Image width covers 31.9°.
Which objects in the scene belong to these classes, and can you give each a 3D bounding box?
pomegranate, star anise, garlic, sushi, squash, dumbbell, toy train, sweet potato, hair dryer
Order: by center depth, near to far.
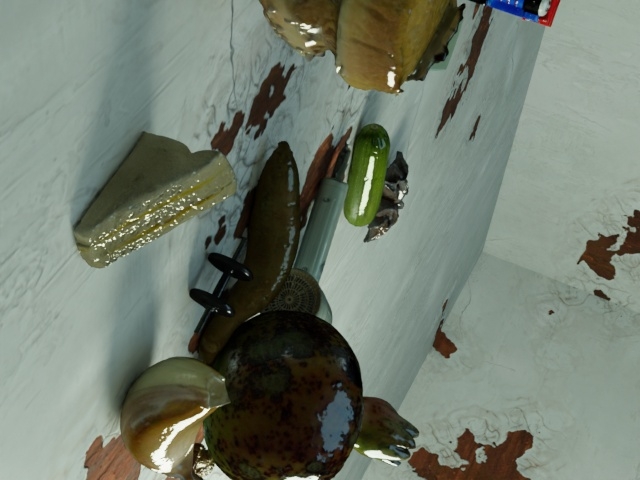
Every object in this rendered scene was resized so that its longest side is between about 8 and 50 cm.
[{"bbox_3d":[-0.197,0.222,1.440,0.207,0.128,0.115,106,-28,-45],"label":"garlic"},{"bbox_3d":[-0.133,0.060,1.503,0.147,0.069,0.069,-63,165,-16],"label":"dumbbell"},{"bbox_3d":[-0.088,0.020,1.615,0.108,0.079,0.346,8,107,-46],"label":"sweet potato"},{"bbox_3d":[-0.007,0.262,1.691,0.285,0.340,0.285,-163,-90,-74],"label":"pomegranate"},{"bbox_3d":[-0.190,0.344,1.739,0.118,0.060,0.061,50,58,-75],"label":"sushi"},{"bbox_3d":[0.000,0.000,1.883,0.173,0.107,0.357,68,39,-74],"label":"hair dryer"},{"bbox_3d":[0.086,-0.116,2.054,0.069,0.069,0.239,-54,160,-44],"label":"squash"},{"bbox_3d":[0.380,-0.506,2.284,0.131,0.204,0.083,-18,128,-66],"label":"toy train"},{"bbox_3d":[0.146,-0.083,2.332,0.195,0.065,0.182,-59,165,-45],"label":"star anise"}]

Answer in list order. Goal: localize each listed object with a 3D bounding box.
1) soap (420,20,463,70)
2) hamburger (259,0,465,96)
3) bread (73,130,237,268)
[{"bbox_3d":[0.206,-0.382,2.101,0.198,0.066,0.119,-23,132,-70],"label":"soap"},{"bbox_3d":[0.070,-0.408,1.140,0.445,0.268,0.287,-62,167,-6],"label":"hamburger"},{"bbox_3d":[-0.170,-0.032,1.157,0.152,0.105,0.077,-61,158,-27],"label":"bread"}]
